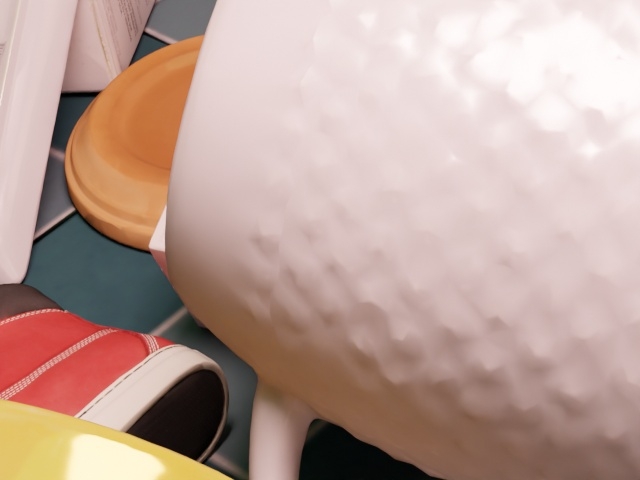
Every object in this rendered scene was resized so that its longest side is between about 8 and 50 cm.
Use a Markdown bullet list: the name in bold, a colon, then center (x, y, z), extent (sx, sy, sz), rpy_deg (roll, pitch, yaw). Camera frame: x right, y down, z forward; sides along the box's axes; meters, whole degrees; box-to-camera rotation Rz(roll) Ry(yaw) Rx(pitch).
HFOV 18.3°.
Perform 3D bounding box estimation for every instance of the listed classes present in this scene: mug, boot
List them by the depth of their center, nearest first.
- **mug**: center (0.099, 0.030, 0.867), extent (0.328, 0.276, 0.374), rpy_deg (15, 88, 8)
- **boot**: center (-0.188, 0.111, 0.997), extent (0.176, 0.088, 0.244), rpy_deg (20, 41, 33)

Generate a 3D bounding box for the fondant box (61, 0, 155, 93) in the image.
- **fondant box**: center (-0.223, -0.234, 1.400), extent (0.238, 0.096, 0.330), rpy_deg (-1, 40, 13)

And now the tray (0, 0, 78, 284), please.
- **tray**: center (-0.227, -0.104, 1.206), extent (0.145, 0.030, 0.270), rpy_deg (2, 69, 14)

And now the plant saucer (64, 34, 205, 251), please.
- **plant saucer**: center (-0.061, -0.069, 1.212), extent (0.200, 0.037, 0.200), rpy_deg (-6, 40, 5)

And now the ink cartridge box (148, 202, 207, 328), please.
- **ink cartridge box**: center (0.000, 0.000, 1.058), extent (0.143, 0.090, 0.092), rpy_deg (9, 62, 23)

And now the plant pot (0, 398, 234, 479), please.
- **plant pot**: center (-0.113, 0.220, 0.740), extent (0.254, 0.254, 0.239), rpy_deg (9, 59, 22)
